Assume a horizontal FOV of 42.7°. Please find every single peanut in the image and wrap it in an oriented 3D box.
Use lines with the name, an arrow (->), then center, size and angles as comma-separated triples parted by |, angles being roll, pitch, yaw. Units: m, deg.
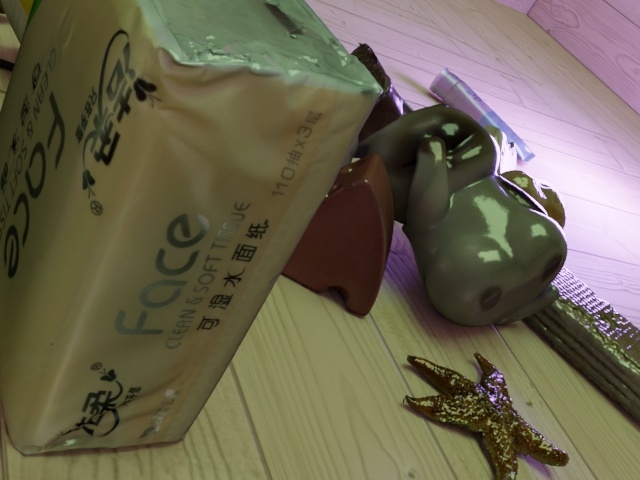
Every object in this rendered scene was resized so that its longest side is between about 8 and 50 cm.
peanut -> 0.383, -0.057, 1.517 | 0.224, 0.129, 0.129 | 19, 28, -50

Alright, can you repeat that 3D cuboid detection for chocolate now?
chocolate -> 0.074, -0.274, 1.570 | 0.093, 0.148, 0.214 | 43, 21, -38

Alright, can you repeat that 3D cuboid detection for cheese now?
cheese -> 0.025, 0.011, 1.119 | 0.177, 0.203, 0.128 | 59, 20, -15
cheese -> 0.332, -0.110, 1.615 | 0.071, 0.163, 0.248 | 2, 61, 25

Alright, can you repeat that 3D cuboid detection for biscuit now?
biscuit -> 0.407, 0.123, 1.334 | 0.426, 0.078, 0.144 | 43, 31, 23

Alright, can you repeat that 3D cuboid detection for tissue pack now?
tissue pack -> -0.168, -0.064, 0.736 | 0.205, 0.404, 0.331 | 4, 39, -35

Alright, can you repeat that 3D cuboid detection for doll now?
doll -> 0.207, -0.038, 1.211 | 0.370, 0.215, 0.226 | 60, -2, 8

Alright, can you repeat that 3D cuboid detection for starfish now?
starfish -> 0.209, 0.213, 1.042 | 0.227, 0.043, 0.240 | 29, 26, -8

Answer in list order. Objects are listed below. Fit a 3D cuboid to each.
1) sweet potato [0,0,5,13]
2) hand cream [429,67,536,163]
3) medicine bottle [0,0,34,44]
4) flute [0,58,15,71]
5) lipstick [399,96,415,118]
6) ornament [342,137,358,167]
sweet potato -> -0.551, -0.383, 1.236 | 0.182, 0.053, 0.053 | 20, 69, -14
hand cream -> 0.408, -0.305, 2.026 | 0.312, 0.070, 0.111 | 41, 27, 9
medicine bottle -> -0.276, -0.249, 1.104 | 0.214, 0.213, 0.378 | -2, 49, -46
flute -> -0.423, -0.242, 1.173 | 0.270, 0.014, 0.014 | 17, 32, -24
lipstick -> 0.184, -0.198, 1.626 | 0.079, 0.077, 0.253 | 0, 43, -44
ornament -> -0.019, -0.132, 1.226 | 0.178, 0.177, 0.177 | 24, 29, -14
